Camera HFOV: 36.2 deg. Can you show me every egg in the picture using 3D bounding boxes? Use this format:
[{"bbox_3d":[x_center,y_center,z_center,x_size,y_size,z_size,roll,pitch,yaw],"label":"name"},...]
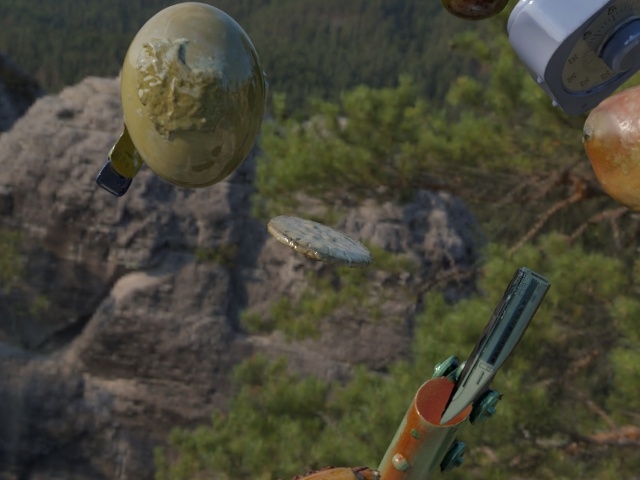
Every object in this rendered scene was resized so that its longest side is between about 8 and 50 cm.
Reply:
[{"bbox_3d":[-0.139,-0.156,1.065,0.164,0.201,0.164,2,19,-1],"label":"egg"}]

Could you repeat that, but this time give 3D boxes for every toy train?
[{"bbox_3d":[0.171,0.302,1.526,0.116,0.285,0.177,41,49,20],"label":"toy train"},{"bbox_3d":[0.238,0.157,1.349,0.048,0.252,0.055,27,15,4],"label":"toy train"}]

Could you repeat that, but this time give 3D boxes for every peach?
[{"bbox_3d":[0.455,-0.128,1.247,0.235,0.214,0.214,-4,12,2],"label":"peach"}]

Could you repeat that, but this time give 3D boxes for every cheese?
[{"bbox_3d":[-0.286,-0.198,1.637,0.069,0.270,0.177,27,-6,24],"label":"cheese"}]

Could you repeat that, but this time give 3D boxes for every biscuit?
[{"bbox_3d":[0.000,0.000,1.285,0.152,0.020,0.152,20,14,-5],"label":"biscuit"}]

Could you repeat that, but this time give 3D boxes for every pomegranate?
[{"bbox_3d":[0.237,-0.392,1.478,0.130,0.130,0.130,9,12,-2],"label":"pomegranate"}]

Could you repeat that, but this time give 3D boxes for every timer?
[{"bbox_3d":[0.571,-0.429,1.906,0.395,0.395,0.173,-4,51,-47],"label":"timer"}]

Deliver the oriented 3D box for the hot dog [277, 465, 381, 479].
[{"bbox_3d":[-0.044,0.319,1.126,0.249,0.102,0.076,-23,52,-3],"label":"hot dog"}]
